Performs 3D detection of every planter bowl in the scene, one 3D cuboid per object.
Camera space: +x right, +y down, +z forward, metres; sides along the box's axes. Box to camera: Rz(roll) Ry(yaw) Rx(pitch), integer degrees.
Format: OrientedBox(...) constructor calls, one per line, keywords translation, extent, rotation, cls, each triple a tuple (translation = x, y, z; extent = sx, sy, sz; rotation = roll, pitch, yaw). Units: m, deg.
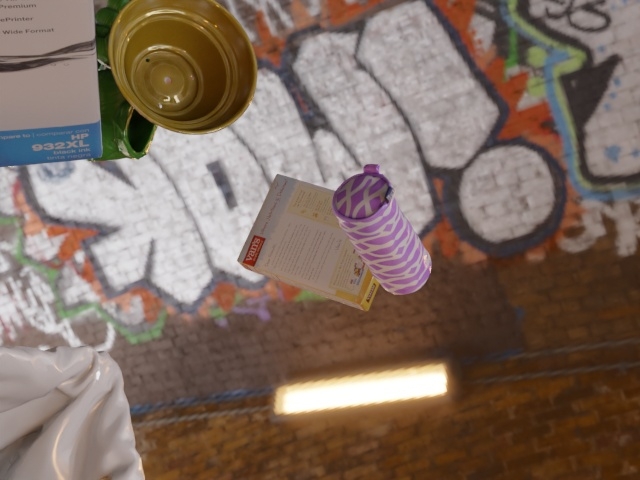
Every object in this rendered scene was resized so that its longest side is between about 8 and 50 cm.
OrientedBox(translation=(-0.206, -0.242, 1.312), extent=(0.217, 0.217, 0.090), rotation=(-26, -178, -29), cls="planter bowl")

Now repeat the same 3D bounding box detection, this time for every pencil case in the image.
OrientedBox(translation=(0.084, -0.010, 1.215), extent=(0.086, 0.206, 0.088), rotation=(2, -122, 25), cls="pencil case")

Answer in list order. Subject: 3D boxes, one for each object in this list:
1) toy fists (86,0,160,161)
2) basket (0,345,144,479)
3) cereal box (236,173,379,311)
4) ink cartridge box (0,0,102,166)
OrientedBox(translation=(-0.315, -0.251, 1.400), extent=(0.142, 0.279, 0.096), rotation=(5, 164, 26), cls="toy fists")
OrientedBox(translation=(-0.333, 0.274, 0.732), extent=(0.266, 0.328, 0.331), rotation=(-27, 158, 31), cls="basket")
OrientedBox(translation=(0.000, 0.000, 1.526), extent=(0.240, 0.173, 0.047), rotation=(19, 166, 24), cls="cereal box")
OrientedBox(translation=(-0.260, -0.233, 0.772), extent=(0.129, 0.223, 0.307), rotation=(-5, 157, -14), cls="ink cartridge box")
